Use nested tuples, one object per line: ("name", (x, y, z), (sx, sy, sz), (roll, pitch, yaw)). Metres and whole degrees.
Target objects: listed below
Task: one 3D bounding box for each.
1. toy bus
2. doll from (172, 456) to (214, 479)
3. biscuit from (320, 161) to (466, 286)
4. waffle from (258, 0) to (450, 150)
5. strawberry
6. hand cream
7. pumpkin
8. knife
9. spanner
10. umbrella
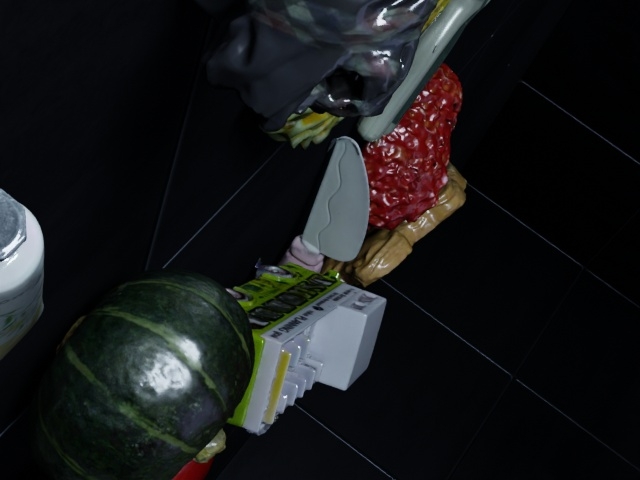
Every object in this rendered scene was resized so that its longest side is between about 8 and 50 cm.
("toy bus", (-0.039, 0.103, 1.119), (0.302, 0.139, 0.113), (-25, 132, -71))
("doll", (-0.163, 0.212, 1.201), (0.183, 0.085, 0.217), (-54, 158, -26))
("biscuit", (0.084, -0.018, 1.554), (0.269, 0.051, 0.376), (-37, -171, 14))
("waffle", (0.037, -0.150, 0.796), (0.208, 0.054, 0.214), (-50, 176, 5))
("strawberry", (0.120, -0.104, 1.381), (0.236, 0.111, 0.190), (-53, 171, -8))
("hand cream", (-0.147, 0.027, 0.501), (0.067, 0.042, 0.194), (-52, 178, -24))
("pumpkin", (-0.113, 0.093, 0.719), (0.167, 0.125, 0.167), (-63, 175, -11))
("knife", (0.002, 0.002, 1.232), (0.043, 0.081, 0.336), (-53, 174, -33))
("spanner", (0.141, -0.237, 1.140), (0.324, 0.040, 0.096), (-54, 174, 20))
("umbrella", (0.039, -0.166, 0.433), (0.272, 0.122, 0.110), (-58, 172, 35))
